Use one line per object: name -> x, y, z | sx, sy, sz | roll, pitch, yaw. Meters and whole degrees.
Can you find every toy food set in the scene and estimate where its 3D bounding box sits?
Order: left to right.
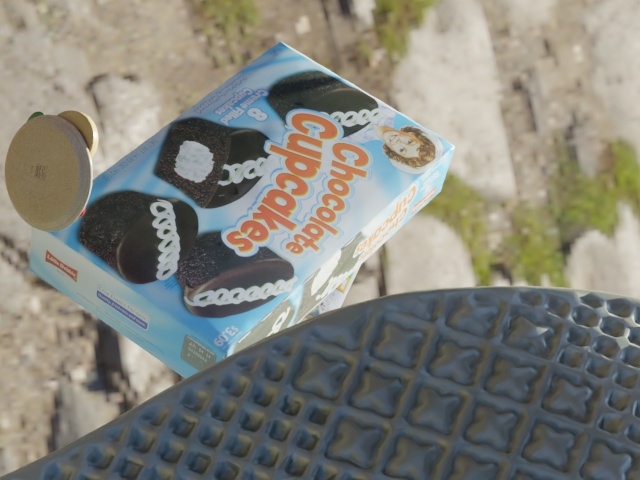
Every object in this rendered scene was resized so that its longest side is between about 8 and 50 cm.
toy food set -> -0.186, -0.048, 1.264 | 0.020, 0.083, 0.083 | -5, 92, -55

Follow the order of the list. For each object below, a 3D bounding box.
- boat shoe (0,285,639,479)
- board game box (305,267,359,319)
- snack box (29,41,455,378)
boat shoe -> -0.026, 0.158, 0.806 | 0.156, 0.500, 0.187 | 82, -14, -56
board game box -> 0.000, 0.000, 1.936 | 0.103, 0.026, 0.154 | 33, 75, -32
snack box -> -0.056, -0.027, 1.471 | 0.322, 0.187, 0.060 | -42, 157, -41
